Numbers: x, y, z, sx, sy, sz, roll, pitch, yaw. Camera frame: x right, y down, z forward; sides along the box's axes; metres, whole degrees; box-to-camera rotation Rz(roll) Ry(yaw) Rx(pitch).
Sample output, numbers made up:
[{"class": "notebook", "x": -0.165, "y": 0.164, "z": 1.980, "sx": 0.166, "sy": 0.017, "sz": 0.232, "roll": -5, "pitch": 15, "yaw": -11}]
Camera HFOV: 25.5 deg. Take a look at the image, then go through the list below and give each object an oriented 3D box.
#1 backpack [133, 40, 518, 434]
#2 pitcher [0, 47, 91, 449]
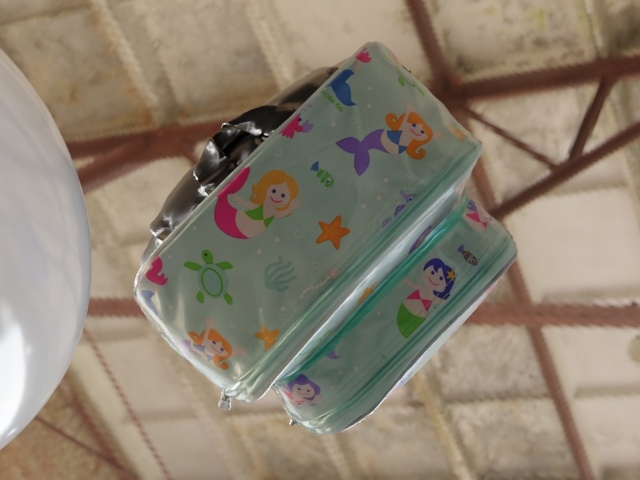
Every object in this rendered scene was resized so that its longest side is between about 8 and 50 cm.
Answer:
[{"class": "backpack", "x": 0.000, "y": 0.000, "z": 0.844, "sx": 0.191, "sy": 0.225, "sz": 0.253, "roll": 45, "pitch": -5, "yaw": 5}, {"class": "pitcher", "x": -0.145, "y": -0.026, "z": 0.347, "sx": 0.178, "sy": 0.125, "sz": 0.207, "roll": 27, "pitch": -26, "yaw": 11}]
